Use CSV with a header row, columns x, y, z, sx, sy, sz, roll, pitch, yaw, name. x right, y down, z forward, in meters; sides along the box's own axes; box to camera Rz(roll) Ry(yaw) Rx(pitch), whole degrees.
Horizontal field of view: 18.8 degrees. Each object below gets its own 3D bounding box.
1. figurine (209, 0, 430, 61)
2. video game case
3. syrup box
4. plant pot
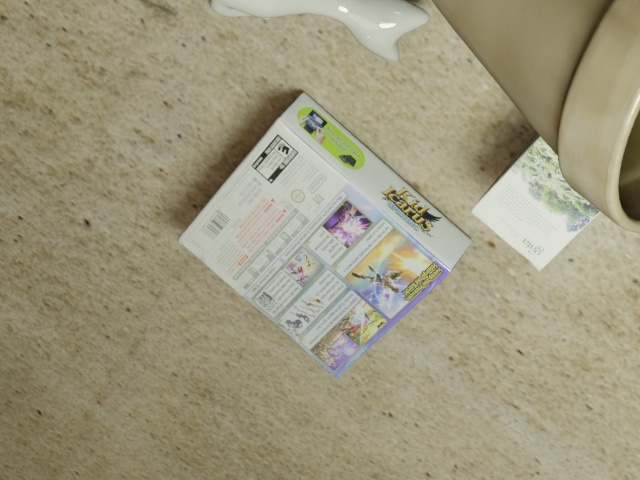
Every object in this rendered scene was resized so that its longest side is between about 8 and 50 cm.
x,y,z,sx,sy,sz,roll,pitch,yaw,name
0.026,-0.270,1.823,0.209,0.092,0.215,20,136,-14,figurine
0.000,0.000,2.128,0.244,0.061,0.269,42,139,-1,video game case
0.253,-0.082,1.848,0.093,0.096,0.237,41,139,1,syrup box
0.246,-0.215,1.616,0.280,0.323,0.323,40,142,27,plant pot
